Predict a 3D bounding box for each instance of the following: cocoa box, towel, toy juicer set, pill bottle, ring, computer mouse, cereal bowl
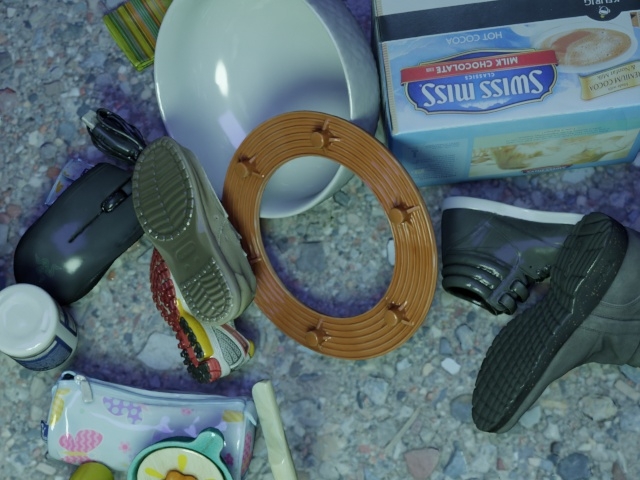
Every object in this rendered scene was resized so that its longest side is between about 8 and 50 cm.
[{"bbox_3d":[0.248,-0.220,1.850,0.347,0.231,0.228,-7,73,1],"label":"cocoa box"},{"bbox_3d":[-0.194,-0.347,2.027,0.237,0.021,0.102,-34,76,-6],"label":"towel"},{"bbox_3d":[-0.148,0.324,1.730,0.329,0.089,0.209,-27,111,21],"label":"toy juicer set"},{"bbox_3d":[-0.371,0.120,1.830,0.094,0.169,0.094,-1,74,4],"label":"pill bottle"},{"bbox_3d":[0.000,0.000,1.789,0.336,0.336,0.032,47,40,14],"label":"ring"},{"bbox_3d":[-0.310,-0.031,1.876,0.188,0.072,0.272,39,85,-1],"label":"computer mouse"},{"bbox_3d":[-0.055,-0.208,1.858,0.339,0.339,0.141,45,40,14],"label":"cereal bowl"}]

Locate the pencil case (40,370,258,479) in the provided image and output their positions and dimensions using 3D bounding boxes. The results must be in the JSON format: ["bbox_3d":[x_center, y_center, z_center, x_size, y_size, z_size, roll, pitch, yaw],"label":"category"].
[{"bbox_3d":[-0.216,0.240,1.814,0.273,0.113,0.124,8,105,5],"label":"pencil case"}]

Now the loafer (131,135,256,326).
[{"bbox_3d":[-0.163,-0.010,1.834,0.102,0.092,0.268,-28,74,23],"label":"loafer"}]

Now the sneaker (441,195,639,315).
[{"bbox_3d":[0.294,0.038,1.848,0.295,0.104,0.147,9,77,13],"label":"sneaker"}]

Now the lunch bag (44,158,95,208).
[{"bbox_3d":[-0.332,-0.068,1.942,0.071,0.053,0.083,25,74,4],"label":"lunch bag"}]

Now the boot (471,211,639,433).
[{"bbox_3d":[0.360,0.142,1.791,0.222,0.118,0.338,24,114,-23],"label":"boot"}]

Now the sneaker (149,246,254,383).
[{"bbox_3d":[-0.163,0.084,1.883,0.092,0.088,0.225,-16,67,-28],"label":"sneaker"}]
